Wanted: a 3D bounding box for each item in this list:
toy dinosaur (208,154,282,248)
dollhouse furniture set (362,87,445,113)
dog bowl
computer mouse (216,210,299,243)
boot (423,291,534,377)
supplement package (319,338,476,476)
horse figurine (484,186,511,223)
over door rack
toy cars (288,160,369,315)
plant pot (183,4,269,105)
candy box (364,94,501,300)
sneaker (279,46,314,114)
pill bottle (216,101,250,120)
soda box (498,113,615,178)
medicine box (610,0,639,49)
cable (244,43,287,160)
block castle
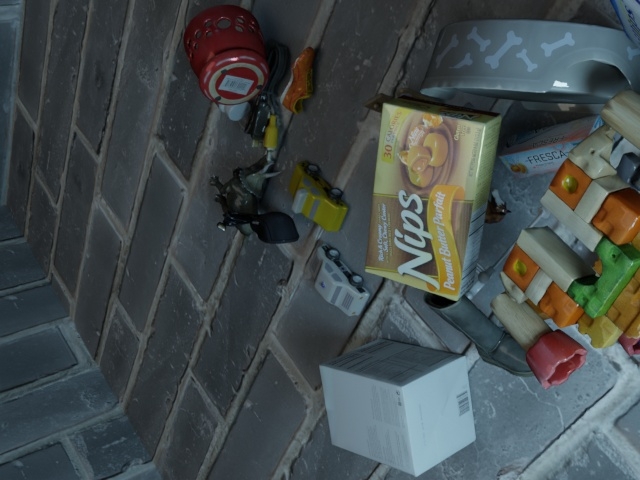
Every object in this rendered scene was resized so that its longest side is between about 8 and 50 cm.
[{"bbox_3d":[-0.212,-0.093,2.099,0.160,0.121,0.313,42,130,43],"label":"toy dinosaur"},{"bbox_3d":[0.171,-0.206,1.527,0.144,0.123,0.151,-22,59,52],"label":"dollhouse furniture set"},{"bbox_3d":[0.329,-0.258,1.196,0.349,0.349,0.102,15,101,48],"label":"dog bowl"},{"bbox_3d":[-0.158,-0.046,1.929,0.262,0.184,0.060,-133,41,-71],"label":"computer mouse"},{"bbox_3d":[0.315,0.165,1.491,0.190,0.076,0.208,0,136,51],"label":"boot"},{"bbox_3d":[0.166,0.351,1.727,0.263,0.198,0.199,5,107,50],"label":"supplement package"},{"bbox_3d":[0.252,-0.078,1.565,0.263,0.066,0.174,-33,75,45],"label":"horse figurine"},{"bbox_3d":[0.256,-0.052,1.428,0.239,0.108,0.324,44,141,12],"label":"over door rack"},{"bbox_3d":[0.000,0.000,1.892,0.177,0.087,0.393,-10,95,53],"label":"toy cars"},{"bbox_3d":[-0.216,-0.435,1.885,0.191,0.191,0.174,-59,41,44],"label":"plant pot"},{"bbox_3d":[0.187,-0.073,1.355,0.183,0.088,0.316,18,118,27],"label":"candy box"},{"bbox_3d":[-0.039,-0.372,1.837,0.067,0.064,0.175,35,137,13],"label":"sneaker"},{"bbox_3d":[-0.244,-0.381,2.061,0.137,0.078,0.078,53,138,24],"label":"pill bottle"},{"bbox_3d":[0.398,-0.157,1.343,0.183,0.063,0.058,-8,129,52],"label":"soda box"},{"bbox_3d":[0.511,-0.264,0.871,0.264,0.149,0.289,-37,54,16],"label":"medicine box"},{"bbox_3d":[-0.125,-0.347,1.968,0.139,0.072,0.287,48,126,57],"label":"cable"},{"bbox_3d":[0.471,0.009,1.137,0.212,0.303,0.453,53,138,34],"label":"block castle"}]
